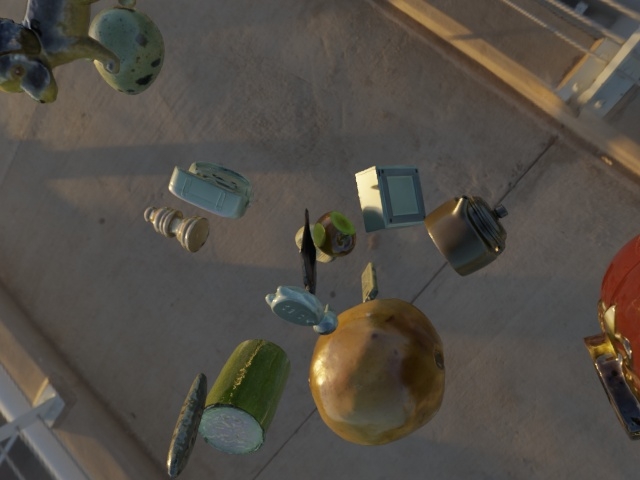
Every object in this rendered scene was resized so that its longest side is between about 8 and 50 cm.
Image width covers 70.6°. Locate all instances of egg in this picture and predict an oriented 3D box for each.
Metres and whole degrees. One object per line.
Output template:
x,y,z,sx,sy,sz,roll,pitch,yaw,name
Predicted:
-0.490,-0.475,1.148,0.177,0.177,0.228,39,137,15,egg

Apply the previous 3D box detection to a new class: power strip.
-0.016,0.069,0.479,0.083,0.035,0.055,34,132,-22,power strip
0.210,0.193,1.918,0.034,0.268,0.092,23,116,-8,power strip

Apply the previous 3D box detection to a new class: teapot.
0.385,-0.022,1.121,0.175,0.267,0.186,-34,44,23,teapot

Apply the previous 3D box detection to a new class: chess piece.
-0.617,-0.075,1.888,0.307,0.124,0.139,23,134,24,chess piece

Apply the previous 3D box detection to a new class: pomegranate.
0.092,0.208,0.721,0.233,0.233,0.233,2,94,22,pomegranate

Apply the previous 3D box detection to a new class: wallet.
-0.038,0.086,1.549,0.041,0.247,0.323,-5,127,5,wallet

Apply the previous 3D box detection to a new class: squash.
-0.284,0.594,1.733,0.262,0.384,0.263,4,114,9,squash

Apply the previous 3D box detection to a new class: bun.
0.000,0.000,1.973,0.222,0.222,0.128,17,64,20,bun

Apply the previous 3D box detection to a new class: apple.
0.060,-0.018,1.667,0.147,0.146,0.163,48,131,53,apple

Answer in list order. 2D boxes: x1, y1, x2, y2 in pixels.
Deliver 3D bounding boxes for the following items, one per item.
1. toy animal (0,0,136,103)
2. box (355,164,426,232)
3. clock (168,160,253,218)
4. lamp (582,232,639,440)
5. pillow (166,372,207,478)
-0.372,-0.301,0.644,0.121,0.168,0.233,42,110,20,toy animal
0.271,-0.157,1.678,0.117,0.224,0.225,-14,85,54,box
-0.367,-0.193,1.615,0.265,0.324,0.109,22,107,-2,clock
0.421,0.116,0.452,0.256,0.303,0.303,-25,84,24,lamp
-0.294,0.412,0.999,0.051,0.241,0.093,17,127,-11,pillow
